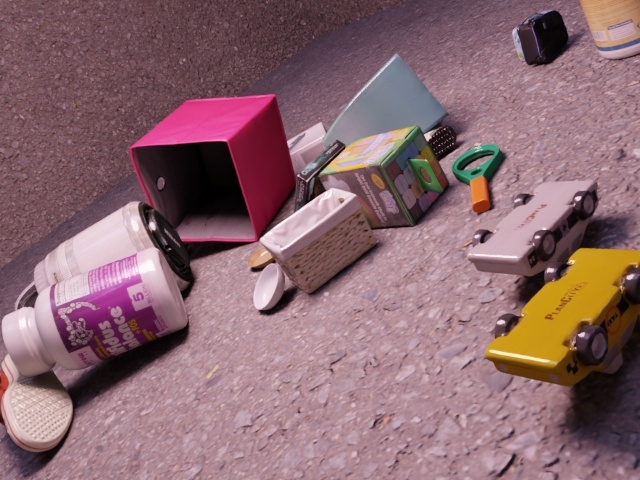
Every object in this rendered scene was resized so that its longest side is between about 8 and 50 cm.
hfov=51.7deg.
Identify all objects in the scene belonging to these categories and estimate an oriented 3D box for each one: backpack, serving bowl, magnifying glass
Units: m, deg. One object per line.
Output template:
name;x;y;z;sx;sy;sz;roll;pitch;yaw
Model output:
backpack;0.496;-0.463;1.494;0.114;0.105;0.084;-35;22;-25
serving bowl;-0.084;0.084;1.145;0.083;0.027;0.083;-43;35;41
magnifying glass;0.272;-0.109;1.135;0.092;0.026;0.231;-22;21;21

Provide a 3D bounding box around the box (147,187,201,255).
box;-0.358;-0.049;1.643;0.044;0.159;0.233;-18;26;31

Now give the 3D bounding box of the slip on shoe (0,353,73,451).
slip on shoe;-0.535;0.305;1.206;0.331;0.123;0.101;23;92;57

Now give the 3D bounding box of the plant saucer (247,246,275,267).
plant saucer;-0.109;0.032;1.335;0.083;0.015;0.083;-27;22;12

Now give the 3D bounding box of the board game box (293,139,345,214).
board game box;-0.006;-0.093;1.287;0.026;0.186;0.126;33;55;18

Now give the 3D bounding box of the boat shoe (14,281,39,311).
boat shoe;-0.668;0.128;1.732;0.307;0.113;0.105;-22;7;-2

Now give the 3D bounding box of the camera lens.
camera lens;-0.434;0.063;1.417;0.274;0.219;0.219;-30;22;2

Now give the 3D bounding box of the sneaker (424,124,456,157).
sneaker;0.199;-0.174;1.343;0.161;0.057;0.075;-35;5;-5

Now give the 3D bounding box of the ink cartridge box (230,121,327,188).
ink cartridge box;-0.110;-0.230;1.839;0.296;0.066;0.261;-28;23;6

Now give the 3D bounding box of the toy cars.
toy cars;0.264;0.044;0.735;0.177;0.087;0.393;-19;21;16

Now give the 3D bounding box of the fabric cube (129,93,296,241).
fabric cube;-0.237;-0.171;1.541;0.259;0.254;0.258;0;35;22

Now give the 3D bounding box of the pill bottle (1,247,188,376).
pill bottle;-0.417;0.140;1.230;0.302;0.169;0.169;-22;21;-6

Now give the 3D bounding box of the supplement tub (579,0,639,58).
supplement tub;0.578;-0.467;1.264;0.144;0.199;0.144;-27;22;12

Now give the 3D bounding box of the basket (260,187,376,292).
basket;0.000;0.000;1.142;0.167;0.103;0.113;-37;22;-12

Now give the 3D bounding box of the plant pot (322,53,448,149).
plant pot;0.122;-0.256;1.434;0.234;0.165;0.165;-41;8;7

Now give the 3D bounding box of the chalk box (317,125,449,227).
chalk box;0.129;-0.111;1.176;0.213;0.132;0.132;-3;35;48
